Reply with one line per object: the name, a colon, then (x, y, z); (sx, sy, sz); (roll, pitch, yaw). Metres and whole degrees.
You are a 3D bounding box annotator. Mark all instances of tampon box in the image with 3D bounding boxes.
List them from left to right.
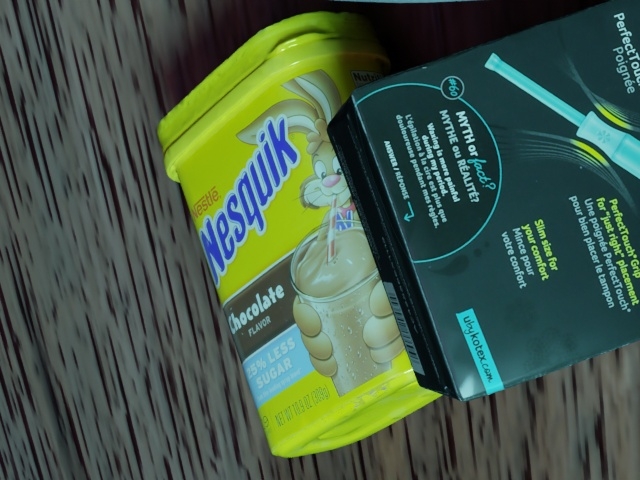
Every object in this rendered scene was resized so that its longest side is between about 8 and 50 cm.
tampon box: (0.100, -0.022, 0.601); (0.161, 0.101, 0.120); (-19, 90, -6)

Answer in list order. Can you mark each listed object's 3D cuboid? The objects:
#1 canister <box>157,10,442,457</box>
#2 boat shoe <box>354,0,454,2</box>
canister: (0.000, 0.000, 0.720); (0.126, 0.073, 0.170); (-36, 67, 42)
boat shoe: (0.000, -0.159, 0.650); (0.306, 0.113, 0.105); (15, 110, 39)
